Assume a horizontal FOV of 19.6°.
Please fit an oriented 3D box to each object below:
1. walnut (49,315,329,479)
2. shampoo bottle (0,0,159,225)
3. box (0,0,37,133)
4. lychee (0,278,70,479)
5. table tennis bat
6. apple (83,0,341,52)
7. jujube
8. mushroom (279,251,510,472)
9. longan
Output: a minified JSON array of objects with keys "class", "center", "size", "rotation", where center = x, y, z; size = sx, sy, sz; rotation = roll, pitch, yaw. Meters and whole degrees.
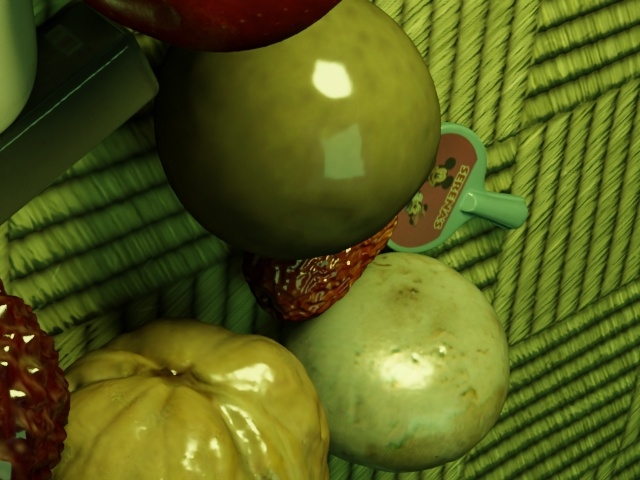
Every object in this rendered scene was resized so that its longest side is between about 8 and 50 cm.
[{"class":"walnut","center":[-0.135,0.250,1.736],"size":[0.306,0.306,0.344],"rotation":[-24,141,-35]},{"class":"shampoo bottle","center":[-0.250,-0.084,1.498],"size":[0.246,0.080,0.079],"rotation":[-41,142,-16]},{"class":"box","center":[-0.358,-0.145,1.275],"size":[0.349,0.141,0.288],"rotation":[-29,137,-30]},{"class":"lychee","center":[-0.347,0.141,1.410],"size":[0.330,0.306,0.306],"rotation":[36,91,-32]},{"class":"table tennis bat","center":[0.143,-0.049,2.009],"size":[0.244,0.040,0.153],"rotation":[14,108,-47]},{"class":"apple","center":[-0.075,-0.290,1.324],"size":[0.317,0.288,0.288],"rotation":[-69,171,-58]},{"class":"jujube","center":[0.000,0.000,1.835],"size":[0.176,0.109,0.112],"rotation":[-46,-179,-23]},{"class":"mushroom","center":[0.072,0.142,1.950],"size":[0.243,0.243,0.243],"rotation":[-29,138,-30]},{"class":"longan","center":[-0.021,-0.107,1.601],"size":[0.258,0.258,0.258],"rotation":[-29,138,-30]}]
